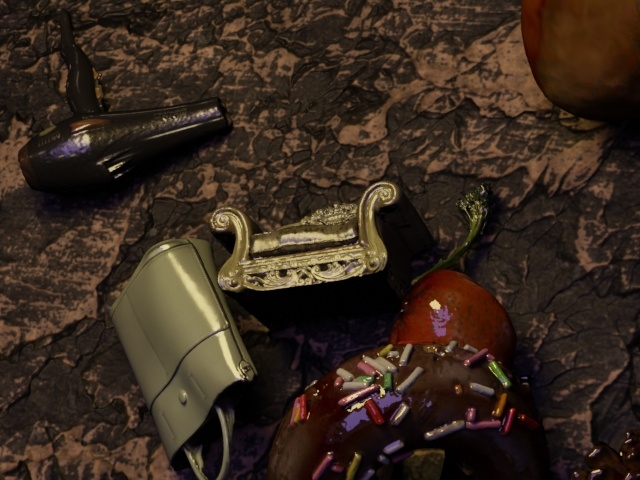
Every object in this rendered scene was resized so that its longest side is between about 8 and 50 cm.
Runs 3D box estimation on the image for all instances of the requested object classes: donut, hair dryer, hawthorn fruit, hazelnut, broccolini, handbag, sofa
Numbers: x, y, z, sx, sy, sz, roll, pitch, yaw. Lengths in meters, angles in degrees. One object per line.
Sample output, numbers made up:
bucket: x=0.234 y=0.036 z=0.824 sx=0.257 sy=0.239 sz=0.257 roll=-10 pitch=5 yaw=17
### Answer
donut: x=0.109 y=0.246 z=1.676 sx=0.345 sy=0.259 sz=0.136 roll=-9 pitch=26 yaw=-9
hair dryer: x=-0.313 y=-0.235 z=2.133 sx=0.304 sy=0.120 sz=0.359 roll=-21 pitch=55 yaw=-1
hawthorn fruit: x=0.180 y=0.132 z=1.794 sx=0.194 sy=0.157 sz=0.157 roll=31 pitch=78 yaw=-12
hazelnut: x=0.428 y=-0.311 z=1.814 sx=0.366 sy=0.366 sz=0.366 roll=-6 pitch=67 yaw=15
broccolini: x=0.179 y=0.002 z=1.877 sx=0.052 sy=0.054 sz=0.194 roll=43 pitch=54 yaw=-12
handbag: x=-0.158 y=0.171 z=1.866 sx=0.109 sy=0.241 sz=0.315 roll=-7 pitch=58 yaw=-36
sofa: x=0.000 y=0.000 z=1.872 sx=0.258 sy=0.200 sz=0.182 roll=-9 pitch=69 yaw=15

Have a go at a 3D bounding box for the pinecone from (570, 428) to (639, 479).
pinecone: x=0.383 y=0.334 z=1.600 sx=0.246 sy=0.246 sz=0.292 roll=-41 pitch=39 yaw=-2

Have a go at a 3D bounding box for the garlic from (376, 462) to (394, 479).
garlic: x=0.040 y=0.282 z=1.812 sx=0.101 sy=0.087 sz=0.195 roll=2 pitch=72 yaw=32
